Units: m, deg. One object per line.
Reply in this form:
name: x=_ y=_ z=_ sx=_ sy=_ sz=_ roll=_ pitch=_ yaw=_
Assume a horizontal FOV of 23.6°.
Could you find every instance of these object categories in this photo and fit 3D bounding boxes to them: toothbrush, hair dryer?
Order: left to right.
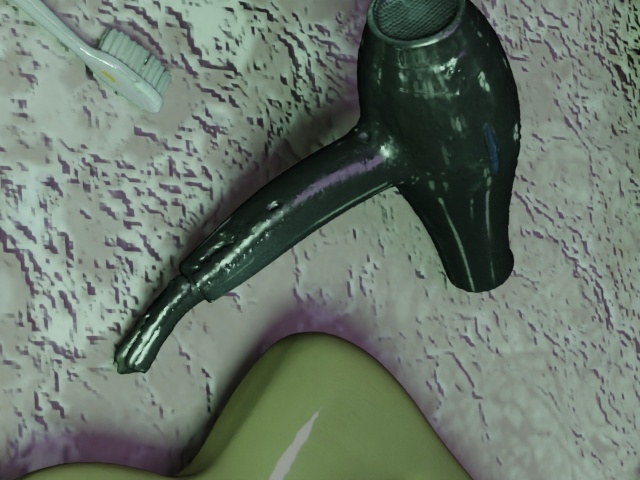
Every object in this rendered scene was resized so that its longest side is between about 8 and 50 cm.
toothbrush: x=-0.160 y=-0.133 z=0.631 sx=0.257 sy=0.018 sz=0.024 roll=36 pitch=59 yaw=-28
hair dryer: x=0.000 y=0.000 z=0.695 sx=0.219 sy=0.075 sz=0.195 roll=-35 pitch=143 yaw=-13

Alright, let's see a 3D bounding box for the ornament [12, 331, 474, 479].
ornament: x=-0.037 y=0.138 z=0.651 sx=0.245 sy=0.061 sz=0.230 roll=50 pitch=57 yaw=-23
